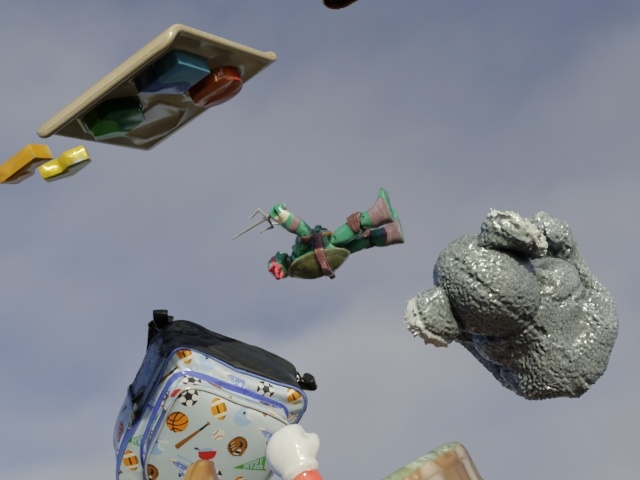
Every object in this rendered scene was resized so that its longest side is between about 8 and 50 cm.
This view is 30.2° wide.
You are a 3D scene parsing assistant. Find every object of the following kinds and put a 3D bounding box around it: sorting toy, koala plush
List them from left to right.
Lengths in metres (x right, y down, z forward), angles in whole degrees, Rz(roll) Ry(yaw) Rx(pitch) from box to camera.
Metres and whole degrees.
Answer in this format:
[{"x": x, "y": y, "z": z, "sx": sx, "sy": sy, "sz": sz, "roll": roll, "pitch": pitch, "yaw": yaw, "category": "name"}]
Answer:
[{"x": -0.215, "y": -0.138, "z": 1.370, "sx": 0.307, "sy": 0.041, "sz": 0.229, "roll": -32, "pitch": -13, "yaw": 25, "category": "sorting toy"}, {"x": 0.200, "y": 0.059, "z": 1.275, "sx": 0.196, "sy": 0.203, "sz": 0.221, "roll": -44, "pitch": -42, "yaw": 10, "category": "koala plush"}]

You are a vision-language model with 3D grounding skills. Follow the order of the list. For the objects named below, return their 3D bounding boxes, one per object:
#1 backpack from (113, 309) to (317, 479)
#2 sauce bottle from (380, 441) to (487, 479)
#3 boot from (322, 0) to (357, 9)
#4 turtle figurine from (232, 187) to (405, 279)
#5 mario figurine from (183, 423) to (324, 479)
[{"x": -0.169, "y": 0.279, "z": 1.709, "sx": 0.277, "sy": 0.213, "sz": 0.263, "roll": 25, "pitch": -70, "yaw": -15, "category": "backpack"}, {"x": 0.133, "y": 0.295, "z": 0.741, "sx": 0.111, "sy": 0.344, "sz": 0.111, "roll": -31, "pitch": -13, "yaw": -8, "category": "sauce bottle"}, {"x": 0.060, "y": -0.415, "z": 1.415, "sx": 0.104, "sy": 0.211, "sz": 0.295, "roll": 2, "pitch": -16, "yaw": -15, "category": "boot"}, {"x": 0.000, "y": 0.000, "z": 1.748, "sx": 0.234, "sy": 0.118, "sz": 0.175, "roll": -17, "pitch": -11, "yaw": 8, "category": "turtle figurine"}, {"x": 0.014, "y": 0.313, "z": 1.293, "sx": 0.321, "sy": 0.170, "sz": 0.198, "roll": 7, "pitch": -27, "yaw": 12, "category": "mario figurine"}]
